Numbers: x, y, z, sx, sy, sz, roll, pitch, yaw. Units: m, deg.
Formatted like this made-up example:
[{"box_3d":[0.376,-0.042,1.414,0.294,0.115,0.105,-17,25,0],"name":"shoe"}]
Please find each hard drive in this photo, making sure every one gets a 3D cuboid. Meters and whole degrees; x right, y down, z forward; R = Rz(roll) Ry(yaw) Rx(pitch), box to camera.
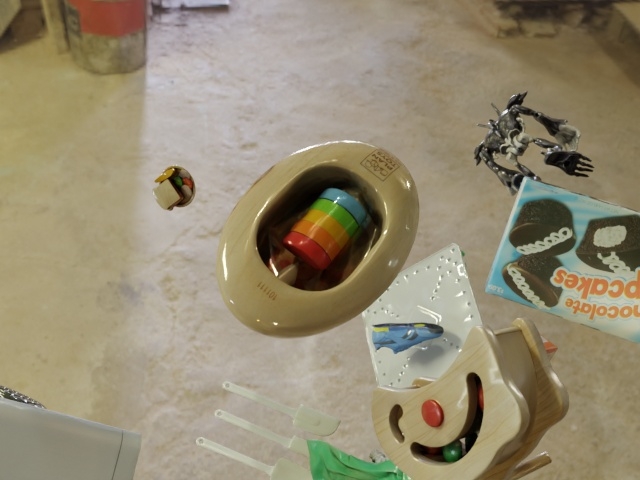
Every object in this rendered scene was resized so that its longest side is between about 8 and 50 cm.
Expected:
[{"box_3d":[-0.356,0.285,0.766,0.047,0.353,0.233,-4,65,36],"name":"hard drive"}]

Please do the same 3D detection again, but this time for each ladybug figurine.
[{"box_3d":[0.000,0.000,1.328,0.305,0.162,0.449,39,64,11],"name":"ladybug figurine"}]

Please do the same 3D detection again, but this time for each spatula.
[{"box_3d":[-0.102,0.368,1.380,0.242,0.019,0.168,20,60,9],"name":"spatula"}]

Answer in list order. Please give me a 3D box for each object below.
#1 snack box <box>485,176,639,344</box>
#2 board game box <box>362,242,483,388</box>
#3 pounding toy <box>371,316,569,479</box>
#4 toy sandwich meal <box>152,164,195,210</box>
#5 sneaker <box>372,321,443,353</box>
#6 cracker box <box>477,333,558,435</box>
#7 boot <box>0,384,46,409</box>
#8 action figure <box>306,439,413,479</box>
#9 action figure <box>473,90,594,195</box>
[{"box_3d":[0.435,0.040,1.109,0.322,0.187,0.060,18,13,9],"name":"snack box"},{"box_3d":[0.306,0.262,2.143,0.050,0.390,0.390,21,47,-42],"name":"board game box"},{"box_3d":[0.167,0.188,0.802,0.155,0.269,0.154,-4,44,-37],"name":"pounding toy"},{"box_3d":[-0.263,-0.093,1.308,0.085,0.086,0.029,20,23,17],"name":"toy sandwich meal"},{"box_3d":[0.246,0.275,2.056,0.209,0.082,0.069,-5,3,23],"name":"sneaker"},{"box_3d":[0.386,0.306,1.545,0.155,0.232,0.067,2,30,-47],"name":"cracker box"},{"box_3d":[-0.497,0.274,1.011,0.246,0.083,0.161,4,64,29],"name":"boot"},{"box_3d":[0.070,0.327,0.976,0.063,0.232,0.137,-18,87,-36],"name":"action figure"},{"box_3d":[0.367,-0.154,1.293,0.141,0.164,0.276,29,23,-21],"name":"action figure"}]
